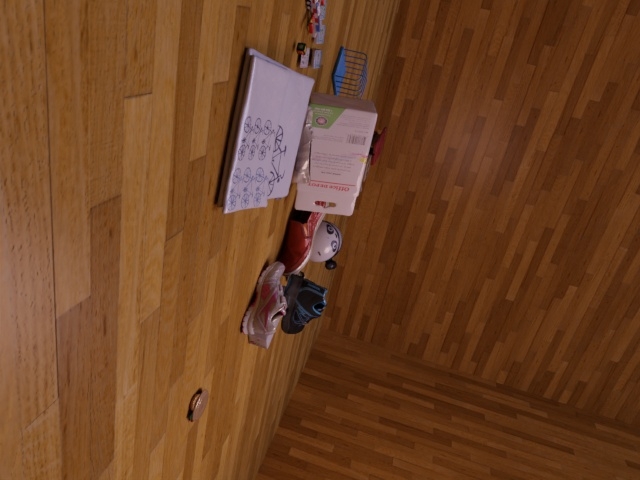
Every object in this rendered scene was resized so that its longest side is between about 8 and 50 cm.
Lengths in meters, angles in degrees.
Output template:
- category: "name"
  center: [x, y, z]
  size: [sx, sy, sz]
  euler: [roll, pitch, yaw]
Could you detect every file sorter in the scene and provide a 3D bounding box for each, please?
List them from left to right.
- category: "file sorter"
  center: [0.113, -0.609, 1.788]
  size: [0.170, 0.104, 0.118]
  euler: [61, 45, -78]

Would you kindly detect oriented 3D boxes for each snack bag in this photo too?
- category: "snack bag"
  center: [-0.108, -0.228, 1.086]
  size: [0.342, 0.037, 0.323]
  euler: [-22, 127, -69]

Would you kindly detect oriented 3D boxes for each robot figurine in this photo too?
- category: "robot figurine"
  center: [0.003, 0.001, 1.978]
  size: [0.173, 0.209, 0.278]
  euler: [-62, 173, 5]

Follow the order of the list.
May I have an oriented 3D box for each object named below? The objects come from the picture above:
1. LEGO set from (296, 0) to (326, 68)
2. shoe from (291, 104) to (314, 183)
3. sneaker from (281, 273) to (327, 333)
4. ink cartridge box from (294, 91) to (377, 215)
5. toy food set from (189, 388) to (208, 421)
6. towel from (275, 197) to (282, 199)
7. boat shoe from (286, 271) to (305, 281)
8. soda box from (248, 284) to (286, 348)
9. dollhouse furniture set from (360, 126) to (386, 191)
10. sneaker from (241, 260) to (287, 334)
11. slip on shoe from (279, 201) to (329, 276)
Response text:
- category: "LEGO set"
  center: [-0.006, -0.545, 1.271]
  size: [0.244, 0.060, 0.182]
  euler: [-55, 156, -66]
- category: "shoe"
  center: [-0.041, -0.263, 1.336]
  size: [0.076, 0.058, 0.219]
  euler: [-54, 155, -68]
- category: "sneaker"
  center: [-0.057, 0.248, 1.686]
  size: [0.341, 0.140, 0.125]
  euler: [97, 10, -57]
- category: "ink cartridge box"
  center: [0.035, -0.263, 1.511]
  size: [0.119, 0.207, 0.353]
  euler: [-96, -165, -56]
- category: "toy food set"
  center: [-0.307, 0.415, 1.217]
  size: [0.083, 0.020, 0.082]
  euler: [-47, 152, -74]
- category: "towel"
  center: [-0.100, -0.249, 1.287]
  size: [0.285, 0.034, 0.209]
  euler: [79, 27, -73]
- category: "boat shoe"
  center: [-0.097, 0.139, 1.937]
  size: [0.190, 0.072, 0.068]
  euler: [76, 31, -75]
- category: "soda box"
  center: [-0.174, 0.253, 1.646]
  size: [0.074, 0.069, 0.216]
  euler: [96, 12, -53]
- category: "dollhouse furniture set"
  center: [0.128, -0.360, 2.106]
  size: [0.152, 0.201, 0.374]
  euler: [95, 19, -54]
- category: "sneaker"
  center: [-0.151, 0.188, 1.512]
  size: [0.103, 0.111, 0.252]
  euler: [87, 21, -68]
- category: "slip on shoe"
  center: [-0.074, -0.032, 1.697]
  size: [0.101, 0.123, 0.331]
  euler: [34, 74, -48]
